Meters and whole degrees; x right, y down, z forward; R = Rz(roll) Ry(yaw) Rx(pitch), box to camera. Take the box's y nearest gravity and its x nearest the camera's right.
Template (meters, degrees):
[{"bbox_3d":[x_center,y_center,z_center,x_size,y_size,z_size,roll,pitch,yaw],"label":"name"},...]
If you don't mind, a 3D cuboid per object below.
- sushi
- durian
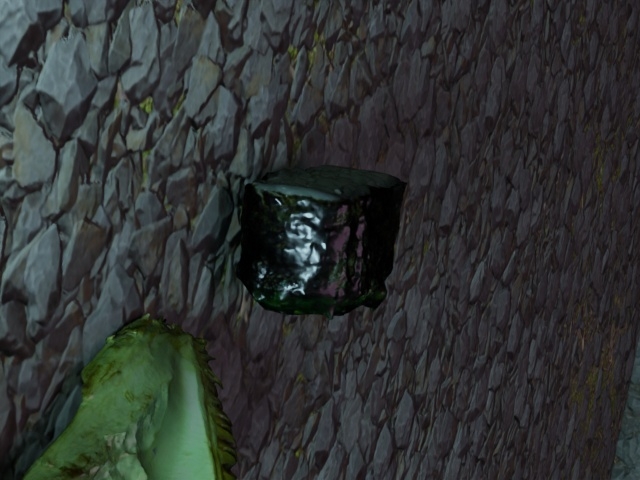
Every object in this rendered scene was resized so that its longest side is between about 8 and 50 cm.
[{"bbox_3d":[0.000,0.000,1.468,0.225,0.124,0.127,-28,125,-71],"label":"sushi"},{"bbox_3d":[-0.165,0.213,1.221,0.198,0.163,0.394,42,44,-18],"label":"durian"}]
